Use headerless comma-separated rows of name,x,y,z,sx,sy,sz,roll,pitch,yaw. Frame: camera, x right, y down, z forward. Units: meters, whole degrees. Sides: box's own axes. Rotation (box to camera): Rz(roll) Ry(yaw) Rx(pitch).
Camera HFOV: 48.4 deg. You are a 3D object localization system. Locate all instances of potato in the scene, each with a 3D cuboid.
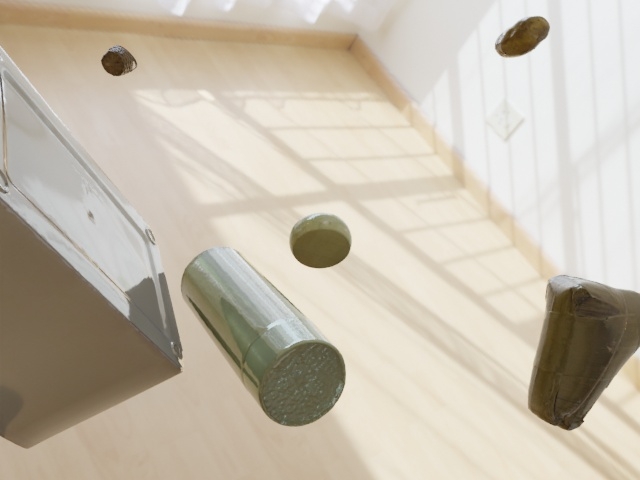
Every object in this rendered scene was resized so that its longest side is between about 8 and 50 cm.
potato,0.262,-0.265,0.939,0.045,0.092,0.046,37,71,-16

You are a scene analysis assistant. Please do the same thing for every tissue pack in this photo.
tissue pack,-0.214,0.009,0.485,0.246,0.136,0.159,62,3,-51

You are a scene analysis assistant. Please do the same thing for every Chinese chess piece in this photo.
Chinese chess piece,0.000,0.000,0.940,0.084,0.084,0.034,17,41,-24

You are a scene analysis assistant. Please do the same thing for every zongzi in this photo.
zongzi,0.539,0.220,1.329,0.300,0.274,0.145,11,1,-21

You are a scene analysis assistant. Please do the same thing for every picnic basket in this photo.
picnic basket,-0.469,-0.425,1.675,0.072,0.072,0.083,34,35,-4

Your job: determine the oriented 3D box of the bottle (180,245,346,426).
bottle,-0.054,0.070,0.584,0.072,0.072,0.201,11,13,-30
